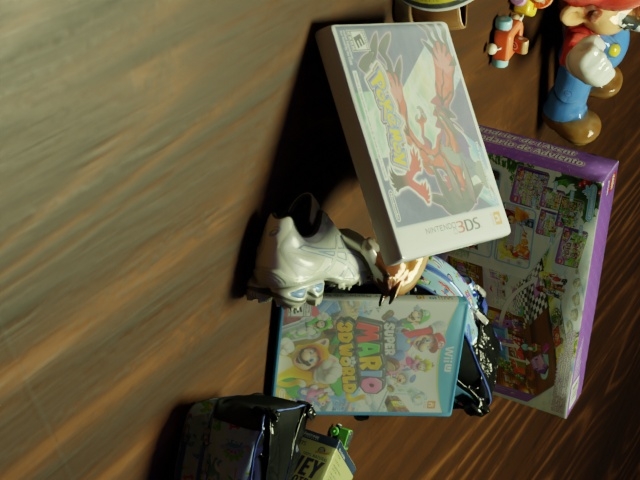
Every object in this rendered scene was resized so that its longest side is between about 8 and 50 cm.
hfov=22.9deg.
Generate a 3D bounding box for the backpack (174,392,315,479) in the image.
[{"bbox_3d":[-0.066,0.181,1.264,0.105,0.084,0.114,2,98,-69],"label":"backpack"}]

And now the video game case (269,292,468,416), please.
[{"bbox_3d":[0.042,0.102,1.396,0.015,0.166,0.119,-108,-158,-63],"label":"video game case"}]

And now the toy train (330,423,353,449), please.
[{"bbox_3d":[0.012,0.226,1.593,0.017,0.024,0.083,19,87,-70],"label":"toy train"}]

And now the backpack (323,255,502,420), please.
[{"bbox_3d":[0.078,0.076,1.478,0.117,0.158,0.173,-70,145,-42],"label":"backpack"}]

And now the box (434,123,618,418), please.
[{"bbox_3d":[0.189,0.028,1.648,0.057,0.201,0.293,-46,147,-50],"label":"box"}]

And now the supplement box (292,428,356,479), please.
[{"bbox_3d":[-0.014,0.229,1.478,0.083,0.056,0.083,66,44,-61],"label":"supplement box"}]

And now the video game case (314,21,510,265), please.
[{"bbox_3d":[0.083,-0.088,1.342,0.183,0.023,0.201,-12,84,-54],"label":"video game case"}]

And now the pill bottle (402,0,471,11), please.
[{"bbox_3d":[0.087,-0.275,1.290,0.184,0.103,0.103,62,48,-63],"label":"pill bottle"}]

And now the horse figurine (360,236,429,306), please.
[{"bbox_3d":[0.090,-0.076,1.422,0.174,0.066,0.263,65,31,-13],"label":"horse figurine"}]

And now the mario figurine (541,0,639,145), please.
[{"bbox_3d":[0.356,-0.245,1.913,0.320,0.170,0.198,86,-7,-60],"label":"mario figurine"}]

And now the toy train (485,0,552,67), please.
[{"bbox_3d":[0.229,-0.277,1.745,0.125,0.046,0.166,-47,147,-52],"label":"toy train"}]

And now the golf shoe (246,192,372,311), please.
[{"bbox_3d":[0.000,0.000,1.334,0.176,0.069,0.086,-27,124,-65],"label":"golf shoe"}]

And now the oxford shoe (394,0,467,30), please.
[{"bbox_3d":[0.130,-0.293,1.435,0.076,0.076,0.212,-8,111,-66],"label":"oxford shoe"}]
